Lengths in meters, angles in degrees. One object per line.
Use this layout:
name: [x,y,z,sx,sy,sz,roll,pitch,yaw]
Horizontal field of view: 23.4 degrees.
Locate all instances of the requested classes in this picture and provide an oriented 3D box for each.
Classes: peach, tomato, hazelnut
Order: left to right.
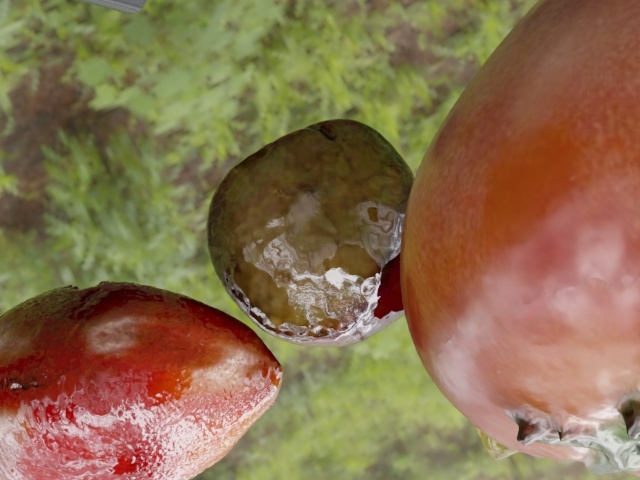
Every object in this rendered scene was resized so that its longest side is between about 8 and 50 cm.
peach: [-0.172,0.126,1.254,0.267,0.154,0.158,-1,131,21]
hazelnut: [0.000,0.000,1.347,0.208,0.208,0.208,-25,162,-9]
tomato: [0.204,-0.018,0.833,0.321,0.321,0.321,-25,162,-9]

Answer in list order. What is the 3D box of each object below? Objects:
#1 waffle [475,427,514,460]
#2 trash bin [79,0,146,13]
waffle: [0.156,0.095,1.315,0.057,0.168,0.274,-17,170,-5]
trash bin: [-0.261,-0.304,1.455,0.115,0.165,0.225,-60,166,13]
